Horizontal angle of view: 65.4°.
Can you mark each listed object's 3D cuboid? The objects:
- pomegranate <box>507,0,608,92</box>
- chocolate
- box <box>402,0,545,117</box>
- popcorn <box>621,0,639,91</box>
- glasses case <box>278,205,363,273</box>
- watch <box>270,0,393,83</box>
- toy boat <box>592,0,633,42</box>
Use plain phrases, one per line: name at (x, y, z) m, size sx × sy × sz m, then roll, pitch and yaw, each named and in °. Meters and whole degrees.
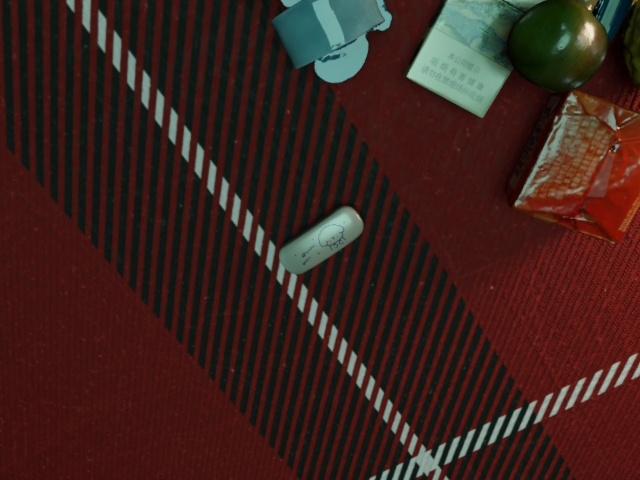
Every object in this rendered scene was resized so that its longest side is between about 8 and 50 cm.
pomegranate at (0.387, -0.338, 0.792) m, size 0.152 × 0.131 × 0.191 m, roll 6°, pitch 108°, yaw -38°
chocolate at (0.500, -0.142, 0.946) m, size 0.234 × 0.108 × 0.238 m, roll 17°, pitch 110°, yaw -4°
box at (0.280, -0.372, 0.880) m, size 0.164 × 0.069 × 0.257 m, roll 25°, pitch 110°, yaw -8°
popcorn at (0.610, -0.337, 0.828) m, size 0.236 × 0.252 × 0.206 m, roll -4°, pitch 143°, yaw -33°
glasses case at (0.000, 0.000, 1.046) m, size 0.197 × 0.049 × 0.076 m, roll -33°, pitch 107°, yaw 14°
watch at (0.021, -0.369, 0.823) m, size 0.210 × 0.193 × 0.211 m, roll 1°, pitch 114°, yaw 2°
toy boat at (0.495, -0.476, 0.821) m, size 0.061 × 0.096 × 0.299 m, roll 9°, pitch 112°, yaw -9°
